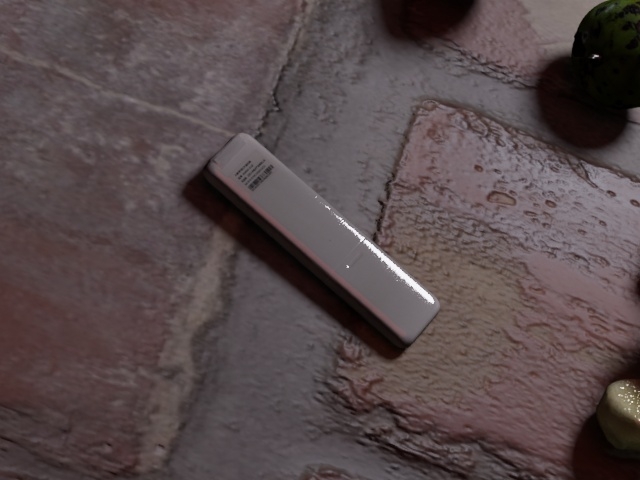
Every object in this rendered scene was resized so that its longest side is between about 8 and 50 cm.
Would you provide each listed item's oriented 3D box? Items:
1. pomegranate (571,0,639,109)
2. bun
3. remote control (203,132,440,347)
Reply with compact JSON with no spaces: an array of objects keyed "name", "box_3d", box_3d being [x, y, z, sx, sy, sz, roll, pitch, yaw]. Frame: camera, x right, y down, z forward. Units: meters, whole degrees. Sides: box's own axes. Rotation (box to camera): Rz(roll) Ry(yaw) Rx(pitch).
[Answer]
[{"name":"pomegranate","box_3d":[0.335,-0.196,1.726,0.161,0.122,0.122,-2,60,-52]},{"name":"bun","box_3d":[0.301,0.171,1.547,0.086,0.054,0.086,10,34,-7]},{"name":"remote control","box_3d":[0.000,0.000,1.560,0.261,0.029,0.067,41,59,3]}]
